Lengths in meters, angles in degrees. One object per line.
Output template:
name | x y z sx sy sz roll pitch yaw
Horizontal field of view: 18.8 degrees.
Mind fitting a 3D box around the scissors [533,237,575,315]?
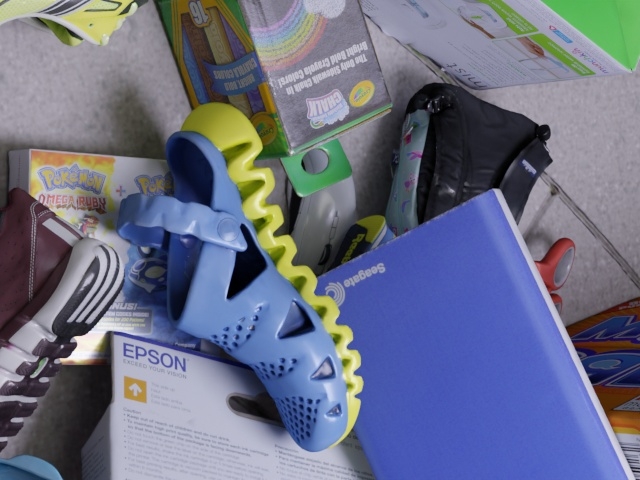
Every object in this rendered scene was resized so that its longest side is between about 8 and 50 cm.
scissors | 0.201 0.043 1.888 0.297 0.021 0.109 9 101 -70

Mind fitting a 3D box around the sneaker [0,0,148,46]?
sneaker | -0.187 -0.248 1.666 0.385 0.145 0.147 -13 105 -25

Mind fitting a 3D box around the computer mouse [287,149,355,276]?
computer mouse | 0.000 0.000 1.836 0.106 0.042 0.193 5 86 -34

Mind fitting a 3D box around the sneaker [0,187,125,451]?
sneaker | -0.301 0.077 1.600 0.162 0.106 0.281 41 94 16

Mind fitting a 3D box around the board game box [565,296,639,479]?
board game box | 0.354 0.273 1.889 0.356 0.356 0.356 -20 100 -35

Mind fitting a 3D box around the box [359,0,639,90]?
box | 0.152 -0.260 1.833 0.262 0.231 0.126 32 72 -30

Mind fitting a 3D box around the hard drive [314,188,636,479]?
hard drive | 0.130 0.143 1.694 0.318 0.210 0.040 66 22 8

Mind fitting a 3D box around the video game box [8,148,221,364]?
video game box | -0.179 0.018 1.708 0.205 0.048 0.187 3 85 -35

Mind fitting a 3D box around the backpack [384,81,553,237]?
backpack | 0.134 -0.045 1.883 0.152 0.115 0.182 18 67 -12

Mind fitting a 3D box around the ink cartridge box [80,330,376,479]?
ink cartridge box | -0.052 0.267 1.676 0.324 0.071 0.330 18 48 -28

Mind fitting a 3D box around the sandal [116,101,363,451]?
sandal | -0.077 0.047 1.676 0.138 0.126 0.317 -29 91 -31

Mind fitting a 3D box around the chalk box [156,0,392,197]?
chalk box | -0.034 -0.148 1.763 0.132 0.132 0.213 -26 105 -34

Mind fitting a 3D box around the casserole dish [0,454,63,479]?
casserole dish | -0.261 0.267 1.607 0.114 0.037 0.188 21 94 9

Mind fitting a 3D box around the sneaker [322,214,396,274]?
sneaker | 0.032 0.047 1.809 0.059 0.053 0.144 49 67 -34
